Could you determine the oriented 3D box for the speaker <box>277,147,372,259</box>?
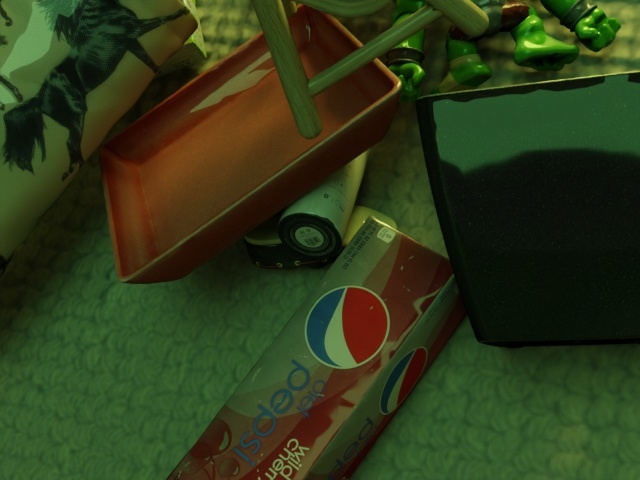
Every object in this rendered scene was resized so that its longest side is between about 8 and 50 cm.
[{"bbox_3d":[0.008,-0.051,0.738,0.055,0.055,0.136,1,47,19],"label":"speaker"}]

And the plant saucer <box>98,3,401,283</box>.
[{"bbox_3d":[-0.069,-0.087,0.758,0.258,0.048,0.259,-35,34,3],"label":"plant saucer"}]

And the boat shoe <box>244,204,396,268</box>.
[{"bbox_3d":[0.000,-0.001,0.758,0.132,0.042,0.049,-3,44,6],"label":"boat shoe"}]

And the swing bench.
[{"bbox_3d":[-0.027,-0.259,0.648,0.165,0.255,0.253,-30,34,16],"label":"swing bench"}]

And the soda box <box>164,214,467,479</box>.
[{"bbox_3d":[0.005,0.116,0.673,0.092,0.083,0.263,32,78,28],"label":"soda box"}]

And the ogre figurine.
[{"bbox_3d":[0.143,-0.194,0.753,0.197,0.097,0.118,-19,76,24],"label":"ogre figurine"}]

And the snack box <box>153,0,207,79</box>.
[{"bbox_3d":[-0.195,-0.210,0.905,0.141,0.037,0.100,-19,67,11],"label":"snack box"}]

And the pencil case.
[{"bbox_3d":[-0.276,-0.105,0.793,0.410,0.160,0.183,-54,25,-1],"label":"pencil case"}]

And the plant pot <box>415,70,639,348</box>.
[{"bbox_3d":[0.179,-0.008,0.630,0.187,0.188,0.167,-3,82,17],"label":"plant pot"}]
